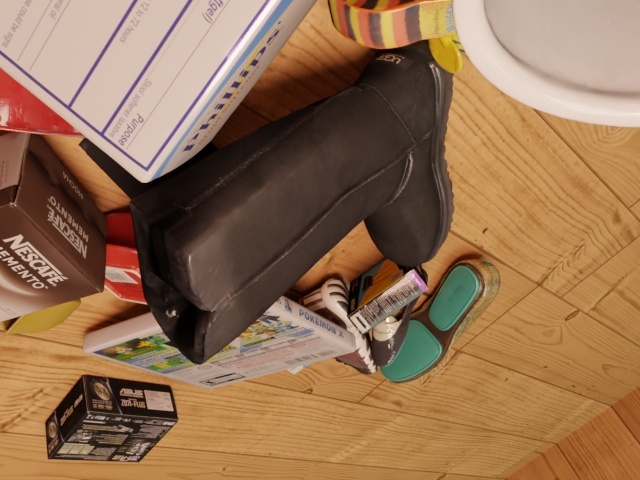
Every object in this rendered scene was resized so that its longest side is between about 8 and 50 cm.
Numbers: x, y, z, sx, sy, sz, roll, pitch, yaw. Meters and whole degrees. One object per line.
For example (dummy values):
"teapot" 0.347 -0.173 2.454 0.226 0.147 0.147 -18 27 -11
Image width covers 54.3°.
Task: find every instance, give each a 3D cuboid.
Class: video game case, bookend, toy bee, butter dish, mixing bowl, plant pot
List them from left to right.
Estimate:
"mixing bowl" -0.295 -0.160 0.600 0.181 0.181 0.098 2 103 -30
"plant pot" -0.381 0.077 0.857 0.081 0.082 0.083 -42 149 17
"butter dish" -0.237 0.012 0.844 0.160 0.118 0.160 6 150 27
"bookend" -0.182 -0.094 0.770 0.072 0.156 0.157 -43 94 18
"video game case" -0.154 0.165 1.012 0.328 0.036 0.300 -19 148 26
"toy bee" 0.159 -0.265 0.640 0.298 0.162 0.195 -30 146 19

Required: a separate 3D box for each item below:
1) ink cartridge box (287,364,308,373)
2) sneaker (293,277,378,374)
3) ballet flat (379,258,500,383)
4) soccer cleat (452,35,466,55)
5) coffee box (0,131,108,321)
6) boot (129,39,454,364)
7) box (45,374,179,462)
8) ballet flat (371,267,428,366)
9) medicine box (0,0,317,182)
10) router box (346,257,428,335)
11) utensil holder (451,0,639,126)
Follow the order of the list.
"ink cartridge box" -0.058 0.229 1.233 0.048 0.028 0.083 -34 140 8
"sneaker" 0.003 0.181 1.178 0.162 0.106 0.281 -19 136 7
"ballet flat" 0.250 0.172 1.285 0.123 0.123 0.349 7 130 -34
"soccer cleat" 0.239 -0.256 0.797 0.289 0.121 0.093 12 128 -31
"coffee box" -0.412 0.010 0.692 0.297 0.119 0.168 -17 140 6
"boot" -0.001 -0.002 0.767 0.445 0.146 0.367 -45 140 -36
"box" -0.374 0.326 1.125 0.180 0.078 0.147 20 122 -41
"ballet flat" 0.133 0.129 1.146 0.203 0.074 0.074 -62 142 -17
"medicine box" -0.148 -0.244 0.476 0.289 0.149 0.263 39 112 -8
"router box" 0.111 0.077 1.061 0.133 0.179 0.046 -37 98 11
"utensil holder" 0.269 -0.333 0.456 0.327 0.386 0.328 6 160 2
